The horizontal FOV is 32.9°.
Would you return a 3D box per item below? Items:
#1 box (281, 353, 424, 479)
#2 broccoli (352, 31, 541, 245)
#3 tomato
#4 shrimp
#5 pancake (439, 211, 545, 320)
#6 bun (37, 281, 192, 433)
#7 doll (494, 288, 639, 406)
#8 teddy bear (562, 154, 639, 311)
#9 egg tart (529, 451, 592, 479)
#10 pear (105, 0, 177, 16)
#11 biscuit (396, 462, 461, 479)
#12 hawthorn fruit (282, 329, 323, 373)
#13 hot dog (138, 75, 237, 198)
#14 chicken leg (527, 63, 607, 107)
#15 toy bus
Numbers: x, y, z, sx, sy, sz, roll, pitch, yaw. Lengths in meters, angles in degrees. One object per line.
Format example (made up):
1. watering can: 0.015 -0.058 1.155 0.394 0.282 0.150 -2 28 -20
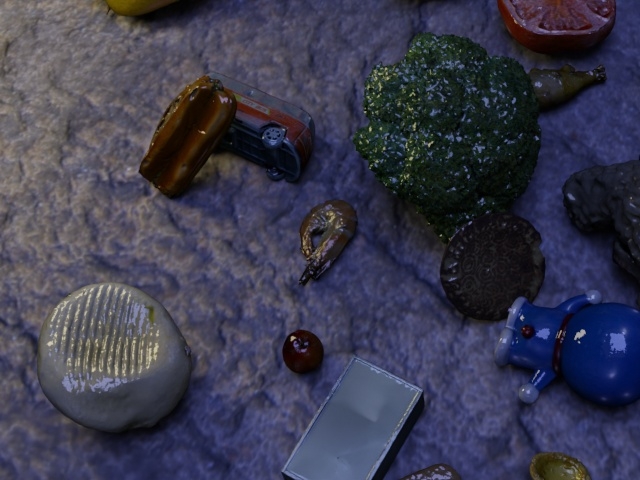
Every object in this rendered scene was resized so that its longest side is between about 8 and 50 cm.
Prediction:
1. box: 0.054 0.312 1.707 0.129 0.086 0.225 26 67 20
2. broccoli: 0.222 -0.184 1.854 0.310 0.321 0.413 -9 77 11
3. tomato: 0.454 -0.442 2.077 0.236 0.095 0.237 -3 57 4
4. shrimp: 0.000 0.000 1.911 0.099 0.041 0.180 19 66 17
5. pancake: 0.288 0.044 1.793 0.199 0.199 0.021 -29 21 -10
6. bun: -0.340 0.205 1.772 0.259 0.160 0.259 5 51 -6
7. doll: 0.409 0.176 1.722 0.257 0.161 0.215 14 76 32
8. teddy bear: 0.641 -0.040 1.801 0.367 0.224 0.357 -17 58 -20
9. egg tart: 0.365 0.367 1.657 0.105 0.039 0.105 10 38 -8
10. pear: -0.334 -0.610 2.179 0.336 0.285 0.285 -28 52 38
11. biscuit: 0.152 0.398 1.688 0.147 0.018 0.071 -22 59 -5
12. hawthorn fruit: -0.031 0.182 1.796 0.077 0.077 0.077 -3 61 5
13. hot dog: -0.241 -0.186 1.940 0.115 0.269 0.072 37 36 -9
14. chicken leg: 0.451 -0.298 2.018 0.178 0.070 0.093 -16 54 -11
15. toy bus: -0.128 -0.214 2.005 0.265 0.121 0.120 25 57 18
